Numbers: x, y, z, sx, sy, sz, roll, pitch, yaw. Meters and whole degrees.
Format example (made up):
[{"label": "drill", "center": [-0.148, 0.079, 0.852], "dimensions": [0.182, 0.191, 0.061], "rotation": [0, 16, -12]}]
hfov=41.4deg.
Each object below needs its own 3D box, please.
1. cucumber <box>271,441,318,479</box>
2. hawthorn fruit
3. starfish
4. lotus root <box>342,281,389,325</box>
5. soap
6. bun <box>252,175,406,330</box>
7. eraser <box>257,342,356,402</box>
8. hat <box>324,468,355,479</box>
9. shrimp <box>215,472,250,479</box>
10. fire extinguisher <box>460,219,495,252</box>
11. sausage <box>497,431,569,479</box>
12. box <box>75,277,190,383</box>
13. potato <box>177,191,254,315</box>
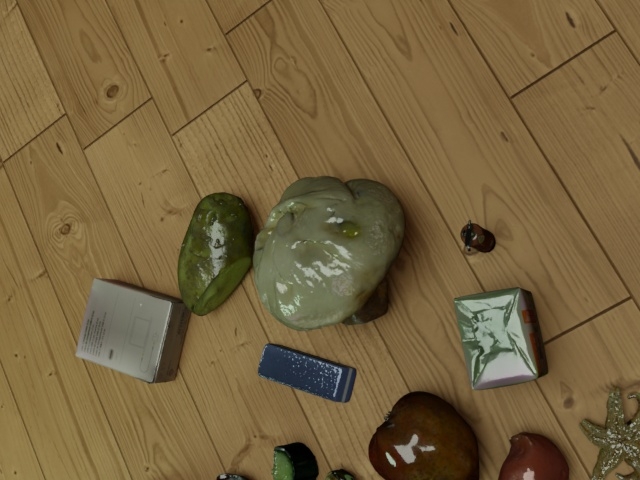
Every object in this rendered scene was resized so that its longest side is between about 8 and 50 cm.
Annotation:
[{"label": "cucumber", "center": [-0.057, 0.510, 1.874], "dimensions": [0.062, 0.115, 0.116], "rotation": [-6, 81, 26]}, {"label": "hawthorn fruit", "center": [0.228, 0.434, 1.725], "dimensions": [0.248, 0.208, 0.208], "rotation": [38, 101, 5]}, {"label": "starfish", "center": [0.570, 0.392, 1.643], "dimensions": [0.150, 0.053, 0.209], "rotation": [29, 99, 28]}, {"label": "lotus root", "center": [0.093, 0.133, 1.844], "dimensions": [0.122, 0.112, 0.081], "rotation": [-14, 95, 53]}, {"label": "soap", "center": [0.359, 0.193, 1.672], "dimensions": [0.138, 0.199, 0.182], "rotation": [-12, 80, 19]}, {"label": "bun", "center": [0.000, 0.000, 1.773], "dimensions": [0.365, 0.219, 0.365], "rotation": [-34, 33, 26]}, {"label": "eraser", "center": [-0.033, 0.299, 1.922], "dimensions": [0.225, 0.036, 0.082], "rotation": [14, 91, 24]}, {"label": "hat", "center": [0.049, 0.539, 1.856], "dimensions": [0.077, 0.059, 0.076], "rotation": [32, 114, 28]}, {"label": "shrimp", "center": [-0.116, 0.682, 1.858], "dimensions": [0.166, 0.221, 0.410], "rotation": [-23, 56, -5]}, {"label": "fire extinguisher", "center": [0.316, -0.003, 1.719], "dimensions": [0.050, 0.177, 0.062], "rotation": [2, 85, 23]}, {"label": "sausage", "center": [0.407, 0.509, 1.656], "dimensions": [0.148, 0.148, 0.254], "rotation": [14, 90, 24]}, {"label": "box", "center": [-0.459, 0.218, 2.079], "dimensions": [0.252, 0.106, 0.203], "rotation": [13, 92, 23]}, {"label": "potato", "center": [-0.246, 0.033, 1.988], "dimensions": [0.176, 0.141, 0.298], "rotation": [20, 101, 37]}]
